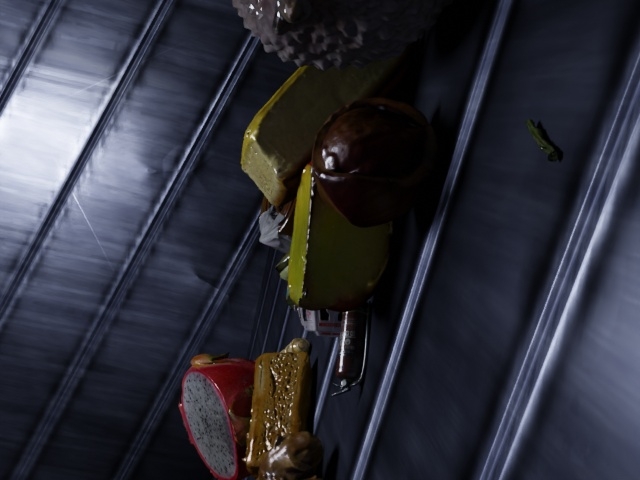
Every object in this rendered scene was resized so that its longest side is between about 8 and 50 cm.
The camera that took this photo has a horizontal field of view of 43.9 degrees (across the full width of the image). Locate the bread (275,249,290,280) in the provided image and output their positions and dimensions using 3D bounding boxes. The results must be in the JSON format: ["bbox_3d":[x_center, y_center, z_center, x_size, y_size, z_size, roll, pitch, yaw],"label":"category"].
[{"bbox_3d":[0.000,0.000,1.509,0.207,0.056,0.286,-46,2,-9],"label":"bread"}]

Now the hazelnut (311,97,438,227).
[{"bbox_3d":[0.068,-0.116,1.105,0.160,0.170,0.202,118,151,-58],"label":"hazelnut"}]

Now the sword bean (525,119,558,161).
[{"bbox_3d":[0.204,-0.092,0.732,0.083,0.012,0.012,-96,19,-60],"label":"sword bean"}]

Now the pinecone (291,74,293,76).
[{"bbox_3d":[-0.008,-0.367,2.039,0.195,0.150,0.179,114,159,-68],"label":"pinecone"}]

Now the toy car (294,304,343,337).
[{"bbox_3d":[0.003,0.126,1.510,0.209,0.089,0.108,165,106,-77],"label":"toy car"}]

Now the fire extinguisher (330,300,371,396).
[{"bbox_3d":[0.051,0.172,1.278,0.064,0.043,0.158,-11,60,34],"label":"fire extinguisher"}]

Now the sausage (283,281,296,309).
[{"bbox_3d":[-0.039,0.056,1.935,0.264,0.083,0.083,-87,12,-50],"label":"sausage"}]

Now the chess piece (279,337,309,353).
[{"bbox_3d":[-0.061,0.265,1.863,0.172,0.060,0.060,126,154,-65],"label":"chess piece"}]

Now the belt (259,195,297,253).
[{"bbox_3d":[-0.055,-0.089,1.884,0.217,0.122,0.339,-55,20,23],"label":"belt"}]

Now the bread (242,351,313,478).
[{"bbox_3d":[-0.088,0.355,1.634,0.077,0.139,0.271,73,-166,-48],"label":"bread"}]

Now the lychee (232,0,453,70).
[{"bbox_3d":[0.029,-0.440,1.130,0.380,0.380,0.432,115,179,-57],"label":"lychee"}]

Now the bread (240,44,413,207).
[{"bbox_3d":[-0.001,-0.222,1.426,0.323,0.143,0.333,-48,2,-7],"label":"bread"}]

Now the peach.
[{"bbox_3d":[0.030,-0.020,1.258,0.154,0.159,0.267,169,104,-71],"label":"peach"}]

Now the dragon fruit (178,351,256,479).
[{"bbox_3d":[-0.167,0.387,1.821,0.305,0.226,0.305,24,120,50],"label":"dragon fruit"}]

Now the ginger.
[{"bbox_3d":[-0.068,0.468,1.355,0.274,0.152,0.357,-61,3,-19],"label":"ginger"}]
